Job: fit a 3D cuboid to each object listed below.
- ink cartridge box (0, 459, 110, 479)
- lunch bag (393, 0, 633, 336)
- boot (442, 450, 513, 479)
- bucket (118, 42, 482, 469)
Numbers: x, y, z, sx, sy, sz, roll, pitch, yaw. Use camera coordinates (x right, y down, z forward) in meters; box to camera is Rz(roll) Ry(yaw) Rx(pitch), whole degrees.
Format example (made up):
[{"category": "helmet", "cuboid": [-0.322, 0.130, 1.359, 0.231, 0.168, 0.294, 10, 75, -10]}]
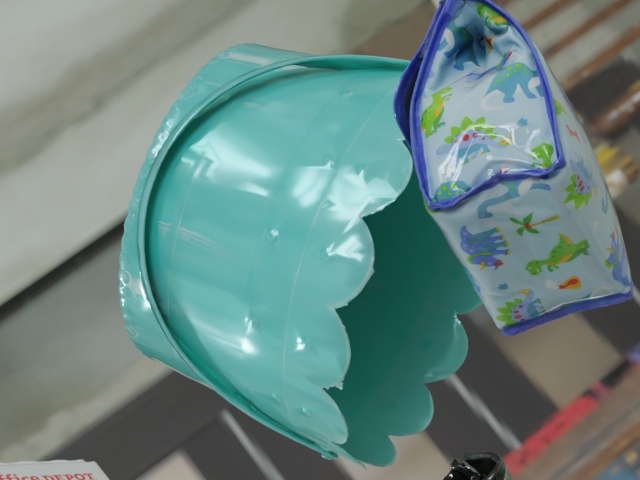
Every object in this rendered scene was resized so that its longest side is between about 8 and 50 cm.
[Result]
[{"category": "ink cartridge box", "cuboid": [-0.230, 0.315, 1.565, 0.172, 0.100, 0.237, 6, -149, -49]}, {"category": "lunch bag", "cuboid": [0.102, -0.047, 0.924, 0.129, 0.096, 0.151, 56, -157, -47]}, {"category": "boot", "cuboid": [0.150, 0.203, 1.070, 0.161, 0.083, 0.246, 48, 159, -6]}, {"category": "bucket", "cuboid": [0.000, 0.000, 1.177, 0.183, 0.281, 0.281, 18, 153, 22]}]
